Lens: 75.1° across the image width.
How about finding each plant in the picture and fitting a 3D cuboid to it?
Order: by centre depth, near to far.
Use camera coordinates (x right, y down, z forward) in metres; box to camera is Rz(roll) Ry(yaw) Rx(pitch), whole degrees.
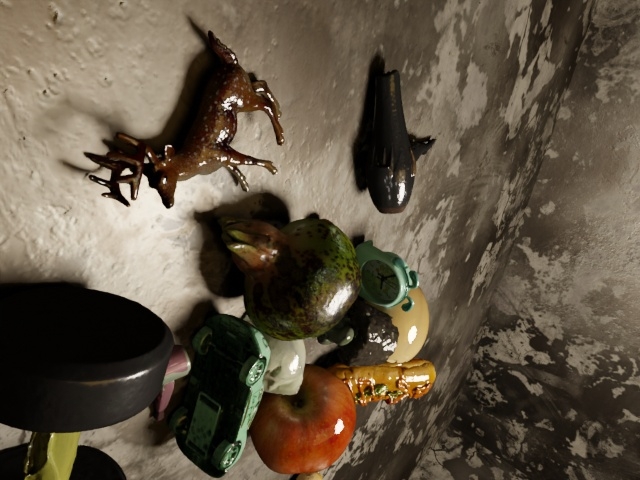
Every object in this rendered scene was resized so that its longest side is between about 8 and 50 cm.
[{"bbox_3d":[0.054,0.211,0.989,0.275,0.149,0.146,27,100,-33],"label":"plant"}]

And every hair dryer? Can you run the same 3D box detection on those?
[{"bbox_3d":[-0.275,0.257,0.708,0.106,0.054,0.154,-22,133,-38],"label":"hair dryer"},{"bbox_3d":[0.210,-0.247,0.999,0.359,0.120,0.303,-33,122,-51],"label":"hair dryer"}]

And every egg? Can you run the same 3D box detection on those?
[{"bbox_3d":[0.208,0.219,1.178,0.201,0.201,0.244,0,111,-53],"label":"egg"}]

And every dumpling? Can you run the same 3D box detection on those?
[{"bbox_3d":[-0.109,0.233,0.856,0.111,0.155,0.181,95,-12,-77],"label":"dumpling"}]

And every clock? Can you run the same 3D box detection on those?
[{"bbox_3d":[0.162,0.096,1.046,0.060,0.189,0.148,-22,130,-44],"label":"clock"}]

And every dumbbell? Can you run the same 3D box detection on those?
[{"bbox_3d":[-0.315,0.238,0.501,0.204,0.204,0.322,4,108,-54],"label":"dumbbell"}]

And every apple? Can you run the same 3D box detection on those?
[{"bbox_3d":[-0.042,0.417,0.954,0.242,0.242,0.240,-36,139,-34],"label":"apple"}]

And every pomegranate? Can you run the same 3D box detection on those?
[{"bbox_3d":[-0.067,0.055,0.750,0.204,0.277,0.221,128,-19,-57],"label":"pomegranate"}]

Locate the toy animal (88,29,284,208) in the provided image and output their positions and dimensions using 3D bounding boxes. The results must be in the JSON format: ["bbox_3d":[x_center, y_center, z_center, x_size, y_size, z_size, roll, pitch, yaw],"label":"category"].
[{"bbox_3d":[-0.165,-0.144,0.576,0.260,0.087,0.243,18,84,-54],"label":"toy animal"}]

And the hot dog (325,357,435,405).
[{"bbox_3d":[0.163,0.410,1.183,0.349,0.117,0.158,3,145,-20],"label":"hot dog"}]

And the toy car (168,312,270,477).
[{"bbox_3d":[-0.173,0.279,0.780,0.125,0.136,0.305,-1,111,-62],"label":"toy car"}]

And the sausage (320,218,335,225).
[{"bbox_3d":[0.000,0.000,0.883,0.054,0.059,0.094,1,114,-46],"label":"sausage"}]

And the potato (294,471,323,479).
[{"bbox_3d":[-0.053,0.811,1.309,0.118,0.109,0.178,33,79,-34],"label":"potato"}]
